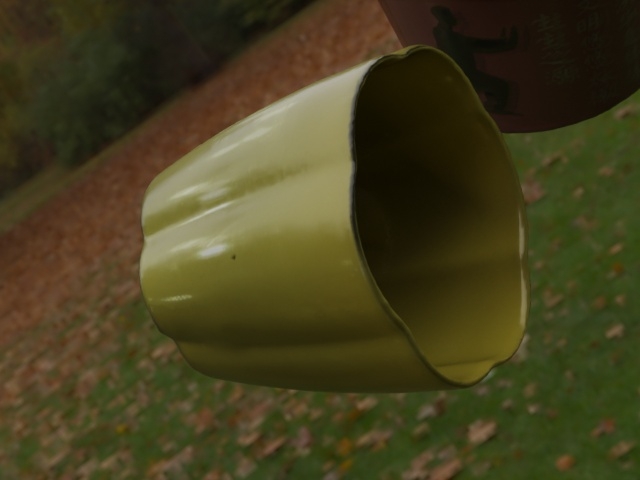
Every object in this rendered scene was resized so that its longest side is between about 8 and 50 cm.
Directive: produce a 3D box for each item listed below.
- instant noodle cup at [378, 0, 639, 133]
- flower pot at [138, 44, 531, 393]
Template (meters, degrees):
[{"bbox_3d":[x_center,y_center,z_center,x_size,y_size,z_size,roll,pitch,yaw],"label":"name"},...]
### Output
[{"bbox_3d":[0.127,-0.194,1.004,0.234,0.178,0.235,-11,46,12],"label":"instant noodle cup"},{"bbox_3d":[0.000,0.000,0.892,0.179,0.195,0.195,-12,20,32],"label":"flower pot"}]
